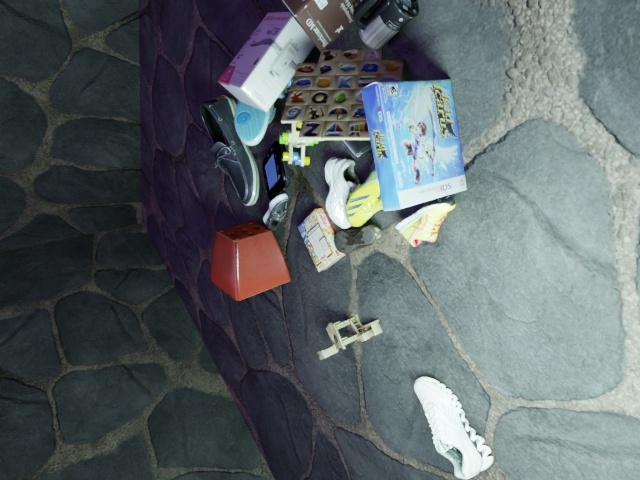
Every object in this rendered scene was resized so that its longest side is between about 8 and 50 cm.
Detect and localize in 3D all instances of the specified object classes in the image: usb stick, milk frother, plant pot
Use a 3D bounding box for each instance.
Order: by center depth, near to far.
[{"bbox_3d":[0.159,-0.584,1.055,0.134,0.129,0.143,-22,43,55],"label":"milk frother"},{"bbox_3d":[0.053,-0.359,1.269,0.278,0.077,0.045,53,175,11],"label":"usb stick"},{"bbox_3d":[-0.315,0.065,1.813,0.267,0.267,0.236,22,124,48],"label":"plant pot"}]

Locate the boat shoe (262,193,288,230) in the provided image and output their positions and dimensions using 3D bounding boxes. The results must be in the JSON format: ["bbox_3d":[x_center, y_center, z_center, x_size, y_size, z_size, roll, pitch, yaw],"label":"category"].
[{"bbox_3d":[-0.174,-0.108,1.723,0.076,0.080,0.228,58,144,11],"label":"boat shoe"}]

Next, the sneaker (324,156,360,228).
[{"bbox_3d":[0.079,-0.149,1.343,0.115,0.090,0.232,6,110,50],"label":"sneaker"}]

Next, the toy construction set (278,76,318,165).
[{"bbox_3d":[-0.082,-0.428,1.413,0.215,0.151,0.328,134,123,-77],"label":"toy construction set"}]

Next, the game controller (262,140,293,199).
[{"bbox_3d":[-0.174,-0.259,1.606,0.167,0.067,0.319,71,162,0],"label":"game controller"}]

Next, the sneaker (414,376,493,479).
[{"bbox_3d":[0.358,0.527,1.210,0.292,0.118,0.110,55,143,27],"label":"sneaker"}]

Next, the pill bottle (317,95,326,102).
[{"bbox_3d":[0.069,-0.343,1.162,0.117,0.208,0.118,28,126,47],"label":"pill bottle"}]

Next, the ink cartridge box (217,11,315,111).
[{"bbox_3d":[-0.167,-0.566,1.332,0.283,0.117,0.207,-54,41,0],"label":"ink cartridge box"}]

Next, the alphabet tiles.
[{"bbox_3d":[0.058,-0.377,1.066,0.011,0.284,0.343,73,-156,-56],"label":"alphabet tiles"}]

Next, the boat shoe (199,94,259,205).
[{"bbox_3d":[-0.402,-0.386,1.857,0.186,0.155,0.501,-15,93,54],"label":"boat shoe"}]

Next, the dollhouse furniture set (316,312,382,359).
[{"bbox_3d":[0.085,0.311,1.439,0.161,0.181,0.101,-40,71,54],"label":"dollhouse furniture set"}]

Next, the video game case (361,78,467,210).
[{"bbox_3d":[0.223,-0.224,0.968,0.061,0.244,0.270,-1,103,53],"label":"video game case"}]

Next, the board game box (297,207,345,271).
[{"bbox_3d":[0.000,0.000,1.549,0.146,0.045,0.194,-41,71,53],"label":"board game box"}]

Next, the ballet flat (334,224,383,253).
[{"bbox_3d":[0.122,-0.008,1.376,0.249,0.058,0.084,-20,84,60],"label":"ballet flat"}]

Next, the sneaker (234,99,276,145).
[{"bbox_3d":[-0.223,-0.446,1.536,0.208,0.126,0.319,65,-158,-68],"label":"sneaker"}]

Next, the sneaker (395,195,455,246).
[{"bbox_3d":[0.288,-0.046,1.109,0.094,0.081,0.208,60,151,7],"label":"sneaker"}]

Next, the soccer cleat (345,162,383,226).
[{"bbox_3d":[0.156,-0.121,1.229,0.289,0.093,0.121,-58,43,45],"label":"soccer cleat"}]

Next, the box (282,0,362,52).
[{"bbox_3d":[0.007,-0.647,1.090,0.203,0.168,0.167,-38,69,15],"label":"box"}]
